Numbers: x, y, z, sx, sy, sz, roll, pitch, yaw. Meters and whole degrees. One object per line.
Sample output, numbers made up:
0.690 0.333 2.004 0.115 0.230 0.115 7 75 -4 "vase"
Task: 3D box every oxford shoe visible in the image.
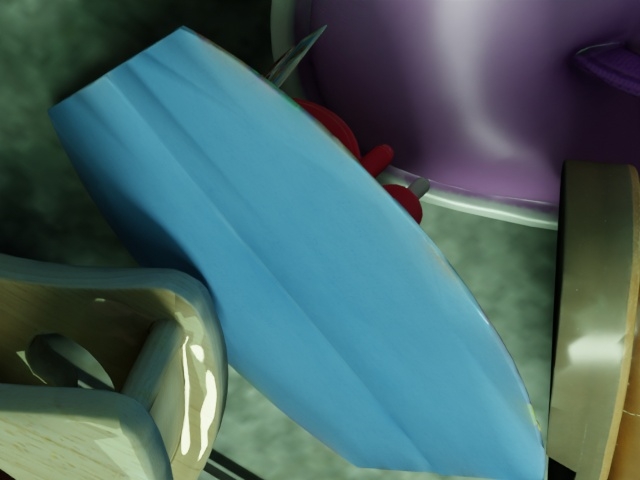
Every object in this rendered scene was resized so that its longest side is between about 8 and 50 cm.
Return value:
0.095 0.050 0.437 0.076 0.076 0.212 2 156 6 "oxford shoe"

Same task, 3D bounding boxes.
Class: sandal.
0.193 -0.052 0.375 0.416 0.102 0.169 -1 125 5 "sandal"

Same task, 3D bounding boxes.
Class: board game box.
0.000 0.000 0.424 0.133 0.033 0.168 50 159 -12 "board game box"

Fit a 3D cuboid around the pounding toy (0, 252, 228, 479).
-0.121 0.064 0.413 0.269 0.155 0.154 44 115 -12 "pounding toy"
